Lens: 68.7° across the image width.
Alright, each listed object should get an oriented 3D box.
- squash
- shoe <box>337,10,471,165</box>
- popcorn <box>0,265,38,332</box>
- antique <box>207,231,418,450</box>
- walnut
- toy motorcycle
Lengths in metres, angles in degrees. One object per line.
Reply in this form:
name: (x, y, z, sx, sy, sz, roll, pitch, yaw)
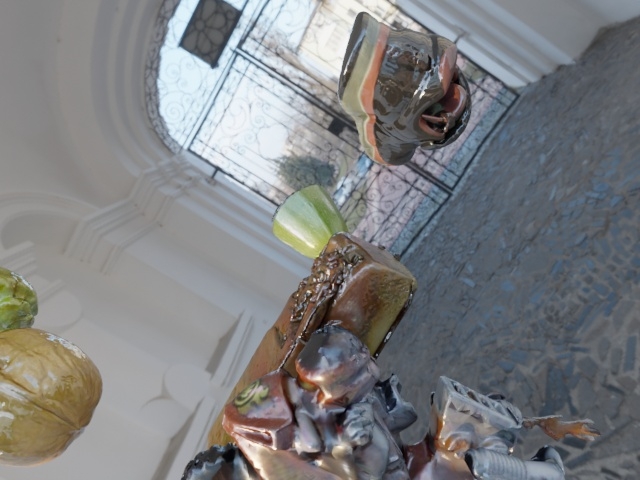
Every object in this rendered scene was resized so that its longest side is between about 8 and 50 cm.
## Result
squash: (0.008, -0.003, 0.665, 0.105, 0.132, 0.105, -33, -29, -22)
shoe: (0.113, -0.166, 0.566, 0.291, 0.137, 0.114, 27, -103, -74)
popcorn: (-0.682, 0.138, 0.919, 0.204, 0.221, 0.184, -36, 64, 58)
antique: (-0.016, 0.139, 0.516, 0.310, 0.093, 0.087, -60, 21, 12)
walnut: (-0.459, 0.240, 0.731, 0.193, 0.225, 0.193, -44, -31, -36)
toy motorcycle: (0.086, 0.185, 0.411, 0.134, 0.400, 0.207, -108, 29, -80)
